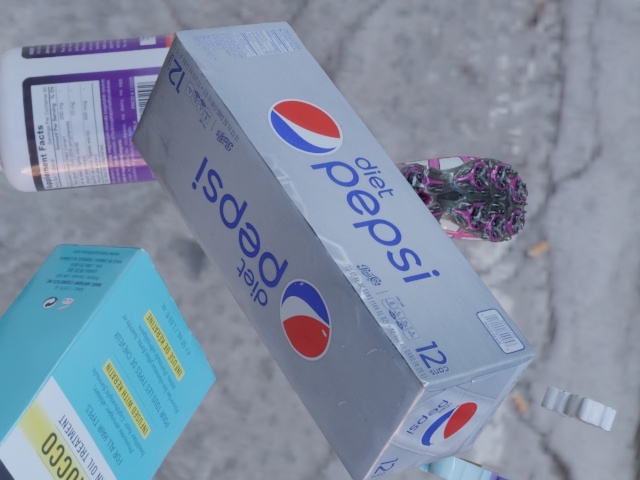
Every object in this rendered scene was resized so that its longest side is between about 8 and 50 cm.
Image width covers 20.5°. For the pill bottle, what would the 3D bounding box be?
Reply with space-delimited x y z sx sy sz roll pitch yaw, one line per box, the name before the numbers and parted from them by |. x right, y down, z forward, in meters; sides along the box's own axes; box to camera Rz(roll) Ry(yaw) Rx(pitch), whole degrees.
pill bottle | -0.180 -0.092 1.297 0.193 0.108 0.108 -5 104 -4

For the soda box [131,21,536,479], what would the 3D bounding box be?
soda box | 0.000 0.000 1.056 0.091 0.286 0.098 -12 144 -37

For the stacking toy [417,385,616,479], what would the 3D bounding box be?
stacking toy | 0.116 0.173 1.254 0.221 0.052 0.167 24 84 -45

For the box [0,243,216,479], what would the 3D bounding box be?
box | -0.147 0.118 0.861 0.244 0.060 0.100 -58 136 -38

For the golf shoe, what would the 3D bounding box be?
golf shoe | 0.089 -0.036 1.398 0.186 0.086 0.067 4 92 -44
